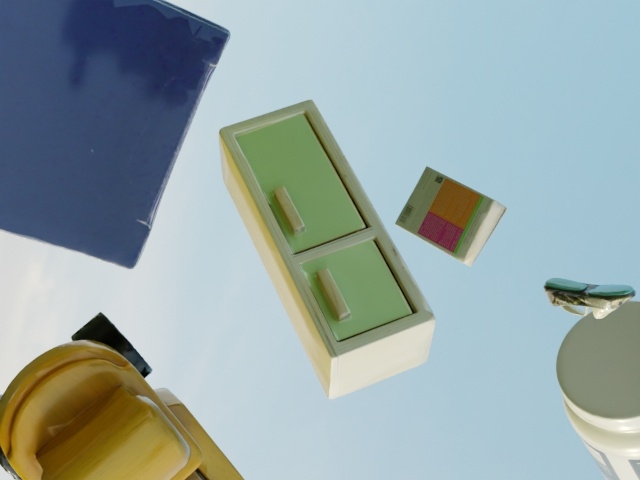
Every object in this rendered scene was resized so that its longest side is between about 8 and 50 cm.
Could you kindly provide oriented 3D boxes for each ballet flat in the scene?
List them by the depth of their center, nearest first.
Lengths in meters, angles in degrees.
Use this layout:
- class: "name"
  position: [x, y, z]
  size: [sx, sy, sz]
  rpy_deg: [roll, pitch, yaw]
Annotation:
- class: "ballet flat"
  position: [0.297, 0.065, 1.180]
  size: [0.114, 0.041, 0.041]
  rpy_deg: [6, -103, 49]

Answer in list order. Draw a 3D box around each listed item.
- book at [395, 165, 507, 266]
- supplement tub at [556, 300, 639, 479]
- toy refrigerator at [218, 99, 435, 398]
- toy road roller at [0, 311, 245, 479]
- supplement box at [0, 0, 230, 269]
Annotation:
- class: "book"
  position: [0.176, -0.035, 1.491]
  size: [0.144, 0.035, 0.096]
  rpy_deg: [33, -85, 45]
- class: "supplement tub"
  position: [0.423, 0.219, 1.384]
  size: [0.191, 0.272, 0.191]
  rpy_deg: [-18, -133, 20]
- class: "toy refrigerator"
  position: [0.000, 0.000, 1.004]
  size: [0.094, 0.102, 0.270]
  rpy_deg: [93, -25, -57]
- class: "toy road roller"
  position: [-0.217, 0.259, 1.187]
  size: [0.202, 0.330, 0.240]
  rpy_deg: [-40, -157, -14]
- class: "supplement box"
  position: [-0.255, -0.141, 0.876]
  size: [0.356, 0.195, 0.194]
  rpy_deg: [33, -78, 56]
